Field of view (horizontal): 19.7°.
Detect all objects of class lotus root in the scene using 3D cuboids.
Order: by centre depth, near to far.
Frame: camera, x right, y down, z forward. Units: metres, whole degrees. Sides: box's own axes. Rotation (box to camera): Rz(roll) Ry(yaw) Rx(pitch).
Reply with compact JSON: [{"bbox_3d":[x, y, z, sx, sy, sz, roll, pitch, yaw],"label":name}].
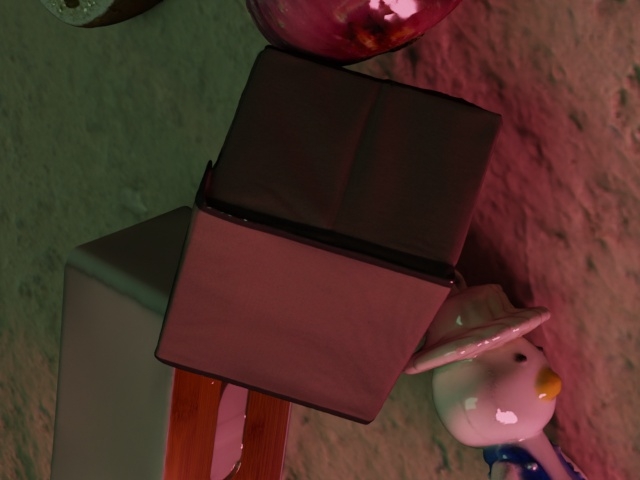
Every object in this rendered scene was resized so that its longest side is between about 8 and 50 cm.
[{"bbox_3d":[-0.177,-0.234,1.516,0.112,0.081,0.122,35,127,16],"label":"lotus root"}]

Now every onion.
[{"bbox_3d":[0.027,-0.199,1.287,0.153,0.177,0.177,33,132,-11],"label":"onion"}]

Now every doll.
[{"bbox_3d":[0.146,0.157,1.356,0.119,0.138,0.293,-23,87,40],"label":"doll"}]

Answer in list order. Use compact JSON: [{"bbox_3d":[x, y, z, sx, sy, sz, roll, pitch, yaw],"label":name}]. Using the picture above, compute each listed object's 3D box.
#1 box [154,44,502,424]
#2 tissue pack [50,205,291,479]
[{"bbox_3d":[0.000,0.000,1.312,0.188,0.153,0.252,17,149,0],"label":"box"},{"bbox_3d":[-0.123,0.117,1.550,0.136,0.159,0.246,27,123,32],"label":"tissue pack"}]
